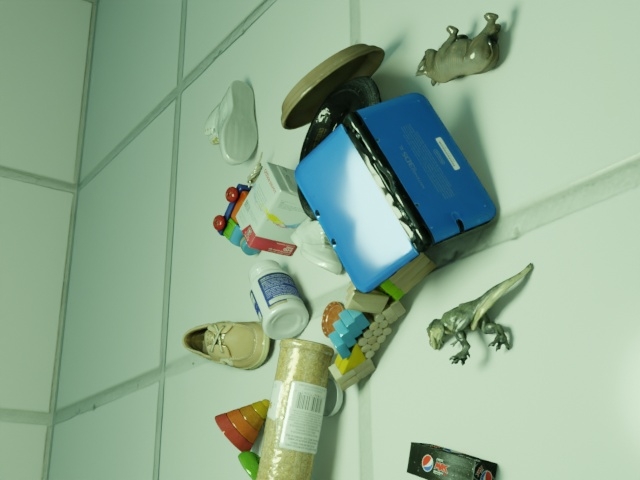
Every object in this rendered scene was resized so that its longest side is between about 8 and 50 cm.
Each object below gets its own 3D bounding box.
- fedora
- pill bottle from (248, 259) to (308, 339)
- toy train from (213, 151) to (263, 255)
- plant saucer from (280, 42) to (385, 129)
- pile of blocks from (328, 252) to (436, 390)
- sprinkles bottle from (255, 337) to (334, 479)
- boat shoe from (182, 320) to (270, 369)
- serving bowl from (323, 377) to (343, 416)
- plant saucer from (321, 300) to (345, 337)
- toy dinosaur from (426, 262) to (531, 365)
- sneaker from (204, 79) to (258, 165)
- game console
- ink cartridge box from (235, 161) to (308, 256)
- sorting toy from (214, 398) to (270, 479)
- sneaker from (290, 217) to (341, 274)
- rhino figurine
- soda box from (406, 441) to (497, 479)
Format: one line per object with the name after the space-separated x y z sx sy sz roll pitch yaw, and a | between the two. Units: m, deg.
0.084 -0.176 1.790 0.334 0.153 0.334 -40 39 43 | fedora
-0.107 0.134 2.010 0.112 0.112 0.186 -58 37 26 | pill bottle
-0.173 -0.093 2.217 0.143 0.105 0.248 44 116 42 | toy train
0.020 -0.343 1.869 0.041 0.278 0.278 55 133 6 | plant saucer
0.083 0.124 1.689 0.362 0.149 0.112 -63 35 21 | pile of blocks
-0.057 0.387 1.762 0.121 0.121 0.355 -10 65 55 | sprinkles bottle
-0.245 0.266 2.171 0.341 0.110 0.121 -15 66 54 | boat shoe
0.023 0.336 1.812 0.083 0.027 0.083 -28 55 50 | serving bowl
0.030 0.176 1.875 0.083 0.013 0.083 -26 58 51 | plant saucer
0.270 0.147 1.480 0.268 0.064 0.118 -40 41 39 | toy dinosaur
-0.262 -0.299 2.428 0.169 0.108 0.292 -42 36 43 | sneaker
0.134 -0.091 1.584 0.293 0.250 0.173 61 155 17 | game console
-0.101 -0.076 2.063 0.176 0.127 0.128 -58 36 27 | ink cartridge box
-0.112 0.480 1.929 0.126 0.127 0.365 -43 39 -3 | sorting toy
0.000 0.000 1.939 0.094 0.080 0.212 -56 35 9 | sneaker
0.263 -0.362 1.669 0.243 0.073 0.106 -4 72 58 | rhino figurine
0.223 0.392 1.461 0.169 0.053 0.060 1 78 56 | soda box
